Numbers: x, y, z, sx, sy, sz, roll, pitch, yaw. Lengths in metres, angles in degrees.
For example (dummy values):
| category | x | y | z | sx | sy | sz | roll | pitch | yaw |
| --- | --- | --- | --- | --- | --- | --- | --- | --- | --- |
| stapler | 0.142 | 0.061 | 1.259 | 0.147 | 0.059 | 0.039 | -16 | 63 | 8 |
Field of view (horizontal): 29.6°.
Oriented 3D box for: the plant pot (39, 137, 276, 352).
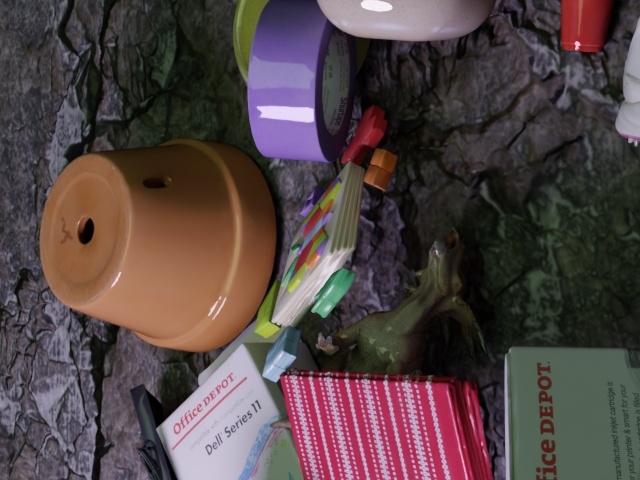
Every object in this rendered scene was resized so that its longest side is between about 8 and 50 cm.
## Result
| category | x | y | z | sx | sy | sz | roll | pitch | yaw |
| --- | --- | --- | --- | --- | --- | --- | --- | --- | --- |
| plant pot | -0.228 | -0.001 | 1.585 | 0.291 | 0.203 | 0.291 | -7 | 79 | 43 |

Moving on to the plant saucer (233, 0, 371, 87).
| category | x | y | z | sx | sy | sz | roll | pitch | yaw |
| --- | --- | --- | --- | --- | --- | --- | --- | --- | --- |
| plant saucer | -0.035 | -0.280 | 1.557 | 0.241 | 0.037 | 0.241 | -3 | 85 | 42 |

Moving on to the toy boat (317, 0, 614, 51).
| category | x | y | z | sx | sy | sz | roll | pitch | yaw |
| --- | --- | --- | --- | --- | --- | --- | --- | --- | --- |
| toy boat | 0.158 | -0.284 | 1.286 | 0.318 | 0.267 | 0.148 | 6 | 102 | 12 |

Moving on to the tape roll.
| category | x | y | z | sx | sy | sz | roll | pitch | yaw |
| --- | --- | --- | --- | --- | --- | --- | --- | --- | --- |
| tape roll | -0.018 | -0.187 | 1.409 | 0.080 | 0.189 | 0.189 | 6 | 91 | 14 |

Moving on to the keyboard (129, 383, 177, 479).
| category | x | y | z | sx | sy | sz | roll | pitch | yaw |
| --- | --- | --- | --- | --- | --- | --- | --- | --- | --- |
| keyboard | -0.195 | 0.340 | 1.566 | 0.033 | 0.201 | 0.317 | -19 | 71 | -3 |

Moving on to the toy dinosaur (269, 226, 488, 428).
| category | x | y | z | sx | sy | sz | roll | pitch | yaw |
| --- | --- | --- | --- | --- | --- | --- | --- | --- | --- |
| toy dinosaur | 0.076 | 0.139 | 1.342 | 0.127 | 0.200 | 0.296 | 48 | 124 | 15 |

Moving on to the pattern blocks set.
| category | x | y | z | sx | sy | sz | roll | pitch | yaw |
| --- | --- | --- | --- | --- | --- | --- | --- | --- | --- |
| pattern blocks set | 0.000 | 0.000 | 1.377 | 0.285 | 0.026 | 0.325 | -56 | 14 | 23 |

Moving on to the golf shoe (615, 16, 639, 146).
| category | x | y | z | sx | sy | sz | roll | pitch | yaw |
| --- | --- | --- | --- | --- | --- | --- | --- | --- | --- |
| golf shoe | 0.407 | -0.150 | 1.092 | 0.306 | 0.115 | 0.140 | 6 | 103 | 40 |

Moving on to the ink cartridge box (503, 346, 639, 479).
| category | x | y | z | sx | sy | sz | roll | pitch | yaw |
| --- | --- | --- | --- | --- | --- | --- | --- | --- | --- |
| ink cartridge box | 0.294 | 0.201 | 1.041 | 0.273 | 0.114 | 0.197 | 2 | 50 | 5 |

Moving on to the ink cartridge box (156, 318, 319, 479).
| category | x | y | z | sx | sy | sz | roll | pitch | yaw |
| --- | --- | --- | --- | --- | --- | --- | --- | --- | --- |
| ink cartridge box | -0.073 | 0.266 | 1.495 | 0.207 | 0.119 | 0.353 | -46 | 58 | 30 |

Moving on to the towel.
| category | x | y | z | sx | sy | sz | roll | pitch | yaw |
| --- | --- | --- | --- | --- | --- | --- | --- | --- | --- |
| towel | 0.067 | 0.221 | 1.183 | 0.275 | 0.031 | 0.199 | -5 | 100 | 53 |
